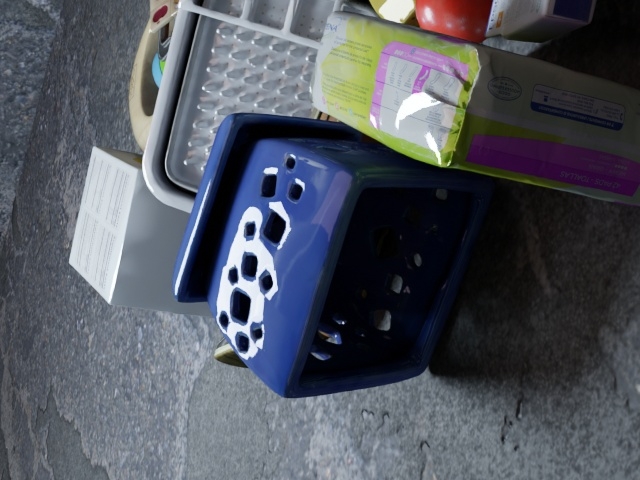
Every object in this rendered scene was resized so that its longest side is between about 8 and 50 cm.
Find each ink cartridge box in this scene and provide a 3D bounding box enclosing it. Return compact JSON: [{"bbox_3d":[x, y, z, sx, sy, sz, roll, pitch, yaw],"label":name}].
[{"bbox_3d":[0.207,-0.285,1.041,0.224,0.045,0.223,-128,50,-83],"label":"ink cartridge box"}]

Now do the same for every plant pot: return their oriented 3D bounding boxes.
[{"bbox_3d":[0.105,-0.279,1.345,0.081,0.081,0.083,-45,55,50],"label":"plant pot"},{"bbox_3d":[0.000,0.000,1.208,0.212,0.236,0.236,31,110,34],"label":"plant pot"}]

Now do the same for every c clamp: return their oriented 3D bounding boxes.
[{"bbox_3d":[-0.199,-0.316,1.663,0.137,0.022,0.160,140,133,-60],"label":"c clamp"}]

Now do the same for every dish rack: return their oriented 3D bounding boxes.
[{"bbox_3d":[-0.056,-0.175,1.489,0.072,0.285,0.333,-26,-47,-72],"label":"dish rack"}]

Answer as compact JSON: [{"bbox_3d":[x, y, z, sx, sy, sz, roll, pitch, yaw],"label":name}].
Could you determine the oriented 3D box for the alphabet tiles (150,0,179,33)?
[{"bbox_3d":[-0.143,-0.406,1.608,0.237,0.009,0.198,-30,47,28],"label":"alphabet tiles"}]

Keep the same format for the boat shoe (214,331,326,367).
[{"bbox_3d":[-0.063,0.113,1.565,0.223,0.080,0.073,-28,52,53],"label":"boat shoe"}]

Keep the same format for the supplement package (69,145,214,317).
[{"bbox_3d":[-0.237,-0.015,1.816,0.263,0.199,0.198,26,105,64],"label":"supplement package"}]

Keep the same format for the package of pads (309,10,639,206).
[{"bbox_3d":[0.139,-0.117,1.040,0.296,0.229,0.101,36,113,63],"label":"package of pads"}]

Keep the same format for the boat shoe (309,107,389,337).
[{"bbox_3d":[0.039,-0.037,1.380,0.104,0.111,0.307,-138,51,-56],"label":"boat shoe"}]

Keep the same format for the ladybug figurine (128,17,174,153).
[{"bbox_3d":[-0.148,-0.262,1.746,0.449,0.162,0.305,-25,58,59],"label":"ladybug figurine"}]

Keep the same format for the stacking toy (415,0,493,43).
[{"bbox_3d":[0.156,-0.359,1.211,0.141,0.141,0.330,-144,62,-62],"label":"stacking toy"}]
